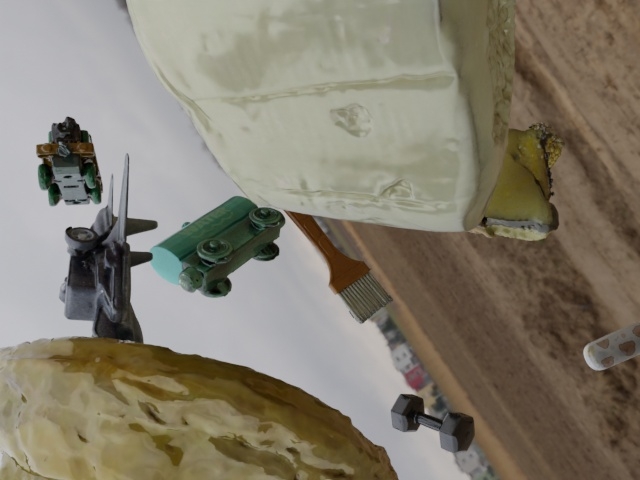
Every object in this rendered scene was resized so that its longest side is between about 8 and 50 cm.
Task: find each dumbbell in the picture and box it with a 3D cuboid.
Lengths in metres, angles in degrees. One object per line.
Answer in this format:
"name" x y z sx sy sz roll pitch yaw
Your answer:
"dumbbell" 0.108 0.176 0.658 0.083 0.040 0.036 11 148 45

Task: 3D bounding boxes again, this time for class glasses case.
"glasses case" 0.636 0.223 1.444 0.041 0.164 0.063 106 143 -77

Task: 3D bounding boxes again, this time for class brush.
"brush" 0.000 0.000 1.172 0.314 0.090 0.017 51 142 9

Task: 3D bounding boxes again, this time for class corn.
"corn" 0.459 -0.144 1.639 0.106 0.305 0.106 27 -150 -17

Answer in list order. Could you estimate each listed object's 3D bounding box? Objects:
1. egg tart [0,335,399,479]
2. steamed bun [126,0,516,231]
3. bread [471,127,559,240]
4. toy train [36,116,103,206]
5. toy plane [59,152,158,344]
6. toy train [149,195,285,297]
"egg tart" -0.106 0.173 0.457 0.319 0.319 0.128 55 -138 -48
"steamed bun" 0.021 -0.232 0.738 0.456 0.371 0.290 70 -145 -48
"bread" 0.327 -0.096 1.278 0.162 0.204 0.262 94 -171 -51
"toy train" -0.429 -0.136 1.171 0.227 0.091 0.136 121 143 -68
"toy plane" -0.207 0.057 0.641 0.267 0.088 0.212 -106 27 -57
"toy train" -0.172 0.002 1.152 0.159 0.248 0.101 21 127 25
